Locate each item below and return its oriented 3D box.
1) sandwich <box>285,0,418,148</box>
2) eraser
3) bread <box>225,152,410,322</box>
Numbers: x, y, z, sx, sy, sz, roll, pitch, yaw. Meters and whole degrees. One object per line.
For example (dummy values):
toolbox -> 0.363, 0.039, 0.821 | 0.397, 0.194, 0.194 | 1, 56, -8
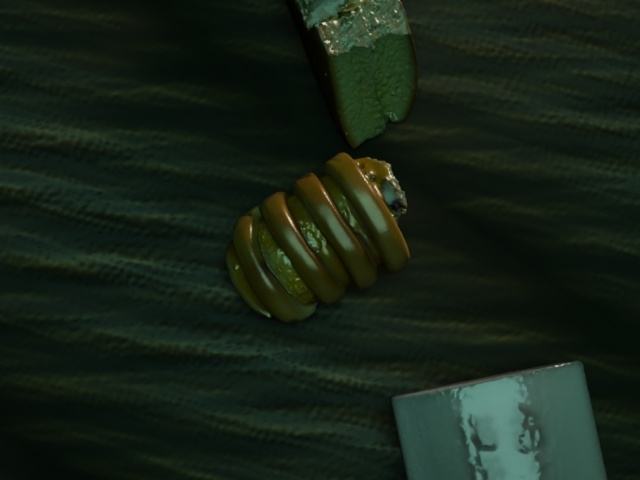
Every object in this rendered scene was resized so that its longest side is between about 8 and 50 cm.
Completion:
sandwich -> 0.021, -0.214, 1.302 | 0.090, 0.088, 0.244 | -21, 84, -9
eraser -> 0.172, 0.253, 1.253 | 0.174, 0.095, 0.270 | -11, 83, -2
bread -> 0.000, 0.000, 1.280 | 0.177, 0.084, 0.119 | -31, 85, -2
